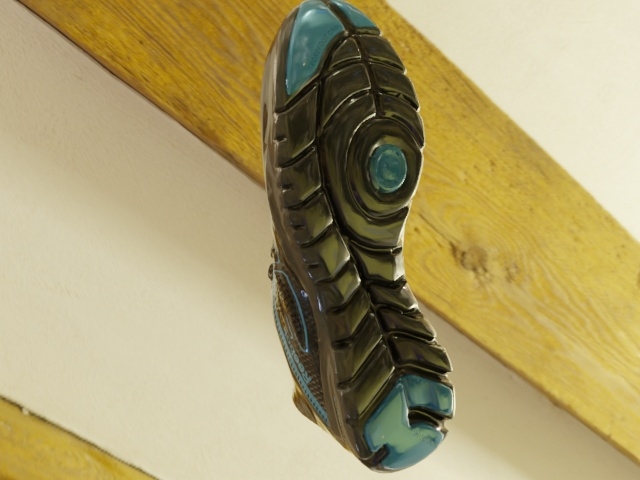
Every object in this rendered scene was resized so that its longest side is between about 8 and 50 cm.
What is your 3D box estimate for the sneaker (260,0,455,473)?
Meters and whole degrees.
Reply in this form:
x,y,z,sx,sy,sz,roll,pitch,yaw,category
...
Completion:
x,y,z,sx,sy,sz,roll,pitch,yaw,category
0.000,0.000,0.667,0.125,0.140,0.340,-14,-77,-32,sneaker
